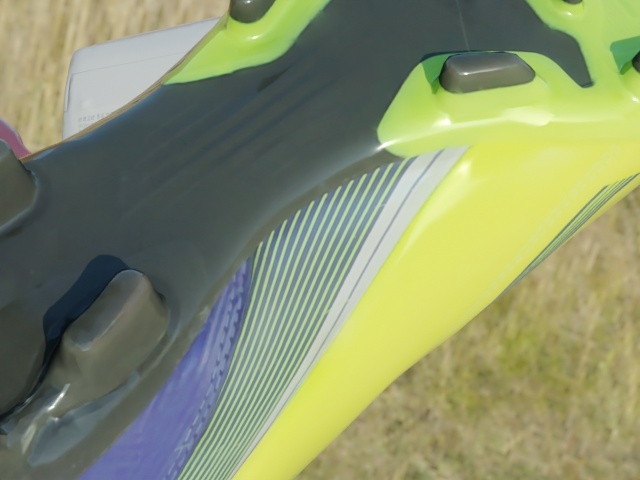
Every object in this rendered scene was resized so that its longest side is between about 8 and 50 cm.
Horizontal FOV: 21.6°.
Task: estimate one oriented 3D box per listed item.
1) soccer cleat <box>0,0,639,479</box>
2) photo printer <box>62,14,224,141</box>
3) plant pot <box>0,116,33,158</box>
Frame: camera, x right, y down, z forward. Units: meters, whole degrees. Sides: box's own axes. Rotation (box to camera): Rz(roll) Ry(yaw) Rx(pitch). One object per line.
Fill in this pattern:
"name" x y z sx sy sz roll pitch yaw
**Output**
"soccer cleat" -0.001 -0.001 0.395 0.289 0.121 0.093 -32 61 -25
"photo printer" -0.077 -0.039 1.240 0.107 0.256 0.307 4 -4 -38
"plant pot" -0.259 0.056 0.889 0.275 0.275 0.243 33 50 30
